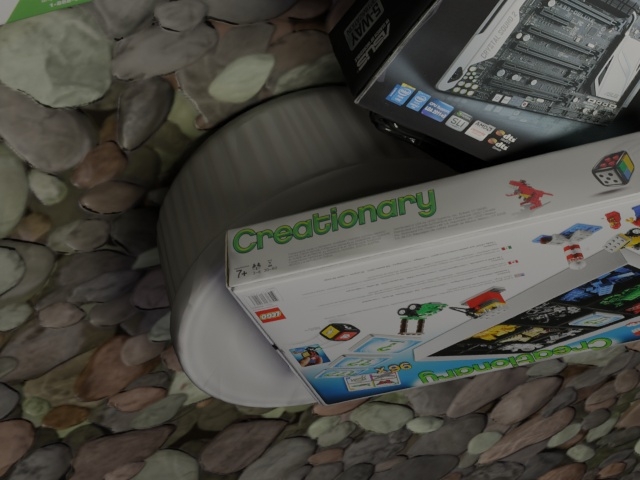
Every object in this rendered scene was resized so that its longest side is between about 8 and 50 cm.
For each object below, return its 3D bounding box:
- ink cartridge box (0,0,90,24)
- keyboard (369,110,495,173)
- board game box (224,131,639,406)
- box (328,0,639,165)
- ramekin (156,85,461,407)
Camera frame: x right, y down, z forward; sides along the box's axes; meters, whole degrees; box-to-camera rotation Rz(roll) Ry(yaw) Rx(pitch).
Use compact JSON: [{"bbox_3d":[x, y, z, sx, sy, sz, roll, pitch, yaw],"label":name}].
[{"bbox_3d":[-0.190,-0.219,0.910,0.160,0.092,0.219,-17,145,-14],"label":"ink cartridge box"},{"bbox_3d":[0.123,-0.128,1.185,0.317,0.033,0.201,28,91,-33],"label":"keyboard"},{"bbox_3d":[0.110,0.026,1.170,0.305,0.053,0.193,-13,147,14],"label":"board game box"},{"bbox_3d":[0.199,-0.143,1.100,0.307,0.076,0.242,22,122,-34],"label":"box"},{"bbox_3d":[0.000,0.000,1.307,0.273,0.127,0.273,-17,145,-13],"label":"ramekin"}]
